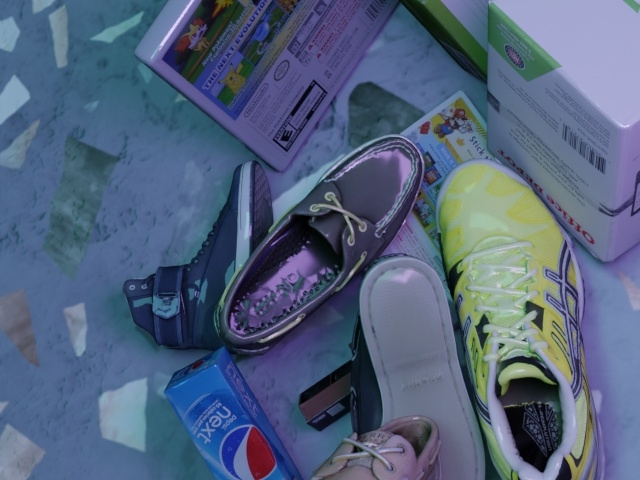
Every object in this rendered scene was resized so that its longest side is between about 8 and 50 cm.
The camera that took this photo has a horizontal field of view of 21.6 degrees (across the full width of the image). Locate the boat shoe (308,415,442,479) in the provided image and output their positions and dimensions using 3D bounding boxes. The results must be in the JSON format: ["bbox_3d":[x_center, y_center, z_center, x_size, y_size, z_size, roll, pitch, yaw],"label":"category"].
[{"bbox_3d":[0.041,0.223,1.557,0.109,0.302,0.098,10,97,23],"label":"boat shoe"}]

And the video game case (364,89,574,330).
[{"bbox_3d":[0.135,-0.023,1.859,0.206,0.026,0.227,-36,65,7],"label":"video game case"}]

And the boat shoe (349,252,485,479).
[{"bbox_3d":[0.092,0.174,1.748,0.127,0.113,0.340,-12,102,-2],"label":"boat shoe"}]

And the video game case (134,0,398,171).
[{"bbox_3d":[-0.029,-0.270,1.841,0.036,0.300,0.329,32,87,34],"label":"video game case"}]

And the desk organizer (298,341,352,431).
[{"bbox_3d":[0.033,0.149,1.832,0.130,0.047,0.050,-35,64,7],"label":"desk organizer"}]

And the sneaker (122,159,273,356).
[{"bbox_3d":[-0.141,0.017,1.912,0.163,0.086,0.226,0,75,17],"label":"sneaker"}]

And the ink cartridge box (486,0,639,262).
[{"bbox_3d":[0.272,-0.131,1.699,0.115,0.273,0.198,-36,64,-14],"label":"ink cartridge box"}]

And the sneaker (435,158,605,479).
[{"bbox_3d":[0.210,0.091,1.710,0.145,0.147,0.385,-17,76,7],"label":"sneaker"}]

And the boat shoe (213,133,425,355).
[{"bbox_3d":[0.003,0.003,1.810,0.109,0.091,0.305,43,86,2],"label":"boat shoe"}]

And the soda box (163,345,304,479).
[{"bbox_3d":[-0.082,0.224,1.783,0.067,0.071,0.210,-29,99,10],"label":"soda box"}]

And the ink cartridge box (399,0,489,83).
[{"bbox_3d":[0.219,-0.312,1.818,0.255,0.189,0.097,-49,40,0],"label":"ink cartridge box"}]
